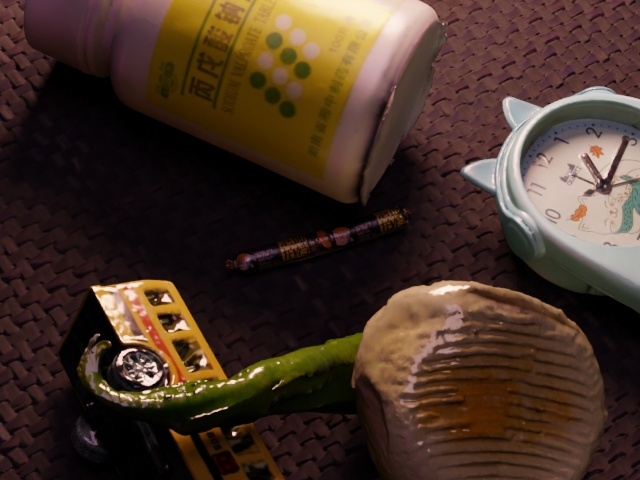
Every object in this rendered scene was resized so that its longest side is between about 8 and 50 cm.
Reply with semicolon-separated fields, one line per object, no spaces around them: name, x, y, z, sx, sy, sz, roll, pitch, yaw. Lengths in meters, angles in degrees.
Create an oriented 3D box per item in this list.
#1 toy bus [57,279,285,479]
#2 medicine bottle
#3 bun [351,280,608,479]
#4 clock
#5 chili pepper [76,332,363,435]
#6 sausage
toy bus;-0.120;0.195;1.728;0.123;0.121;0.335;-10;56;-38
medicine bottle;-0.084;-0.199;1.933;0.379;0.213;0.213;24;58;10
bun;0.137;0.143;1.748;0.244;0.153;0.244;-2;94;-27
clock;0.283;-0.043;1.943;0.274;0.094;0.223;26;58;13
chili pepper;-0.049;0.122;1.714;0.359;0.076;0.085;1;92;-43
sausage;0.000;0.000;1.922;0.198;0.025;0.028;-15;104;-16
